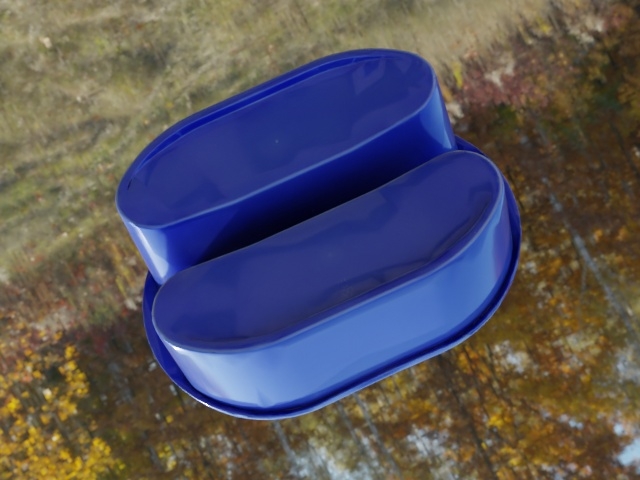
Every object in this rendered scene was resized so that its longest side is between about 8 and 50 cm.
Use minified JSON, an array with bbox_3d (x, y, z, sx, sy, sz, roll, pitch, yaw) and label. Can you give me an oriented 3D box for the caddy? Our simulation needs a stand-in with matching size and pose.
[{"bbox_3d":[0.000,0.000,0.673,0.341,0.241,0.179,-24,149,-1],"label":"caddy"}]
